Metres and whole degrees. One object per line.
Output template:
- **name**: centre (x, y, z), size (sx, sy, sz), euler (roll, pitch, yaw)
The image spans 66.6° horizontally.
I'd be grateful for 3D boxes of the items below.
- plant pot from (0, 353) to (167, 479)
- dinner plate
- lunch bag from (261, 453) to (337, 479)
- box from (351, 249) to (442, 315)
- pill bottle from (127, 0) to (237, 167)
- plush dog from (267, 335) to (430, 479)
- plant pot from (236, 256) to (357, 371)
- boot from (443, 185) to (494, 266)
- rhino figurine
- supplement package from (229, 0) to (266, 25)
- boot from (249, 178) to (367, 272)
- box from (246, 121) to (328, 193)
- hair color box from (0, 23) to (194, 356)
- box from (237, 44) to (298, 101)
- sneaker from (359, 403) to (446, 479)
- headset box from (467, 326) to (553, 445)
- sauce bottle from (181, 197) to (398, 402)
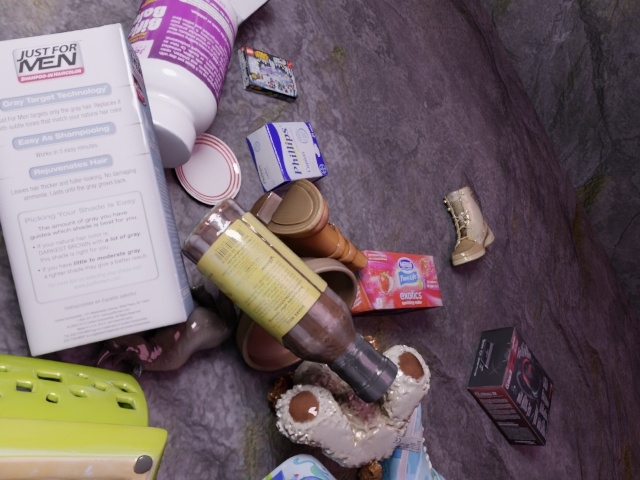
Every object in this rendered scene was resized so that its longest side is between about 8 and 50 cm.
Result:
- **plant pot**: centre (-0.297, 0.256, 0.492), size (0.227, 0.207, 0.228), euler (22, 80, -38)
- **dinner plate**: centre (-0.210, -0.132, 0.907), size (0.141, 0.017, 0.141), euler (19, 62, -40)
- **lunch bag**: centre (-0.055, 0.444, 0.731), size (0.219, 0.090, 0.176), euler (-38, 109, -7)
- **box**: centre (0.151, 0.102, 1.110), size (0.257, 0.123, 0.128), euler (6, 70, -44)
- **pill bottle**: centre (-0.246, -0.279, 0.813), size (0.169, 0.169, 0.301), euler (28, 57, -36)
- **plush dog**: centre (0.037, 0.277, 0.848), size (0.263, 0.225, 0.210), euler (-17, 116, -18)
- **plant pot**: centre (-0.058, 0.109, 0.867), size (0.237, 0.237, 0.110), euler (-2, 37, -46)
- **boot**: centre (0.430, -0.049, 1.468), size (0.262, 0.095, 0.203), euler (-32, 99, -48)
- **rhino figurine**: centre (-0.228, 0.141, 0.749), size (0.243, 0.073, 0.106), euler (-24, 90, -46)
- **supplement package**: centre (-0.180, -0.508, 1.011), size (0.105, 0.105, 0.179), euler (48, 46, -23)
- **boot**: centre (0.000, 0.000, 0.891), size (0.220, 0.283, 0.109), euler (37, 73, -22)
- **box**: centre (-0.068, -0.177, 1.028), size (0.137, 0.072, 0.126), euler (-18, 88, -47)
- **hair color box**: centre (-0.298, -0.063, 0.630), size (0.186, 0.113, 0.374), euler (-12, 92, -9)
- **box**: centre (-0.115, -0.368, 1.083), size (0.137, 0.027, 0.093), euler (0, 75, -45)
- **sneaker**: centre (0.191, 0.453, 1.025), size (0.208, 0.127, 0.318), euler (27, 67, -34)
- **headset box**: centre (0.549, 0.410, 1.409), size (0.293, 0.110, 0.218), euler (51, 46, -19)
- **sauce bottle**: centre (-0.038, 0.092, 0.688), size (0.344, 0.111, 0.111), euler (44, 46, -2)
